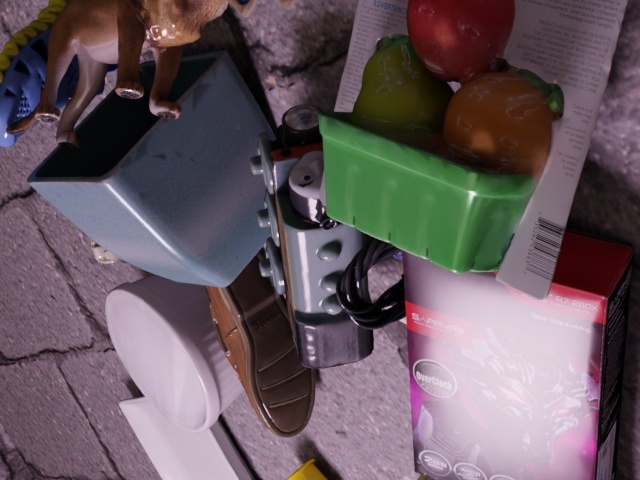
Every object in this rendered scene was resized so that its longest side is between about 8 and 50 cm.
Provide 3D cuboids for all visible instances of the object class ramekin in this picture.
[{"bbox_3d":[-0.220,0.167,2.202,0.273,0.127,0.273,37,144,33],"label":"ramekin"}]

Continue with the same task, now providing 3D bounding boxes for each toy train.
[{"bbox_3d":[0.000,0.000,1.652,0.190,0.142,0.334,-108,10,-45],"label":"toy train"}]

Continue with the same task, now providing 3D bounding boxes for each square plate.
[{"bbox_3d":[-0.220,0.421,2.524,0.344,0.049,0.347,59,151,-4],"label":"square plate"}]

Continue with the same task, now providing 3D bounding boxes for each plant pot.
[{"bbox_3d":[-0.189,-0.075,1.828,0.247,0.247,0.252,4,139,54],"label":"plant pot"}]

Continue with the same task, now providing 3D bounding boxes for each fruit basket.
[{"bbox_3d":[0.146,-0.157,1.316,0.327,0.165,0.353,24,102,43],"label":"fruit basket"}]

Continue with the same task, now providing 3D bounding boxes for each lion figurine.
[{"bbox_3d":[-0.252,-0.262,1.681,0.392,0.142,0.240,-7,71,38],"label":"lion figurine"}]

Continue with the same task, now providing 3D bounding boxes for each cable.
[{"bbox_3d":[0.096,0.026,1.533,0.047,0.184,0.151,47,146,31],"label":"cable"}]

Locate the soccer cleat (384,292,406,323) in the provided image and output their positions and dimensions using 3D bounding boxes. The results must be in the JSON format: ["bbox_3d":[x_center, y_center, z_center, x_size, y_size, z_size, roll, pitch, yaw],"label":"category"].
[{"bbox_3d":[0.156,0.075,1.626,0.196,0.068,0.076,16,126,40],"label":"soccer cleat"}]

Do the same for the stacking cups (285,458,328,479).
[{"bbox_3d":[0.059,0.491,2.136,0.316,0.096,0.096,46,149,16],"label":"stacking cups"}]

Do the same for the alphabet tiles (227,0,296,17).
[{"bbox_3d":[-0.083,-0.374,1.497,0.237,0.009,0.198,44,116,19],"label":"alphabet tiles"}]

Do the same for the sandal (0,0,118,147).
[{"bbox_3d":[-0.358,-0.242,1.884,0.138,0.317,0.126,28,143,2],"label":"sandal"}]

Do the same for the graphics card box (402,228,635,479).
[{"bbox_3d":[0.216,0.143,1.507,0.232,0.094,0.371,15,134,23],"label":"graphics card box"}]

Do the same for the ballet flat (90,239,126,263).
[{"bbox_3d":[-0.339,0.005,2.269,0.248,0.086,0.086,3,121,55],"label":"ballet flat"}]

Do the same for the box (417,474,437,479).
[{"bbox_3d":[0.215,0.363,1.724,0.087,0.058,0.232,14,155,49],"label":"box"}]

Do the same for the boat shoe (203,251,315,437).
[{"bbox_3d":[-0.095,0.144,2.030,0.104,0.110,0.307,2,111,60],"label":"boat shoe"}]

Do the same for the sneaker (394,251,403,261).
[{"bbox_3d":[0.105,-0.059,1.556,0.087,0.083,0.221,18,138,34],"label":"sneaker"}]
